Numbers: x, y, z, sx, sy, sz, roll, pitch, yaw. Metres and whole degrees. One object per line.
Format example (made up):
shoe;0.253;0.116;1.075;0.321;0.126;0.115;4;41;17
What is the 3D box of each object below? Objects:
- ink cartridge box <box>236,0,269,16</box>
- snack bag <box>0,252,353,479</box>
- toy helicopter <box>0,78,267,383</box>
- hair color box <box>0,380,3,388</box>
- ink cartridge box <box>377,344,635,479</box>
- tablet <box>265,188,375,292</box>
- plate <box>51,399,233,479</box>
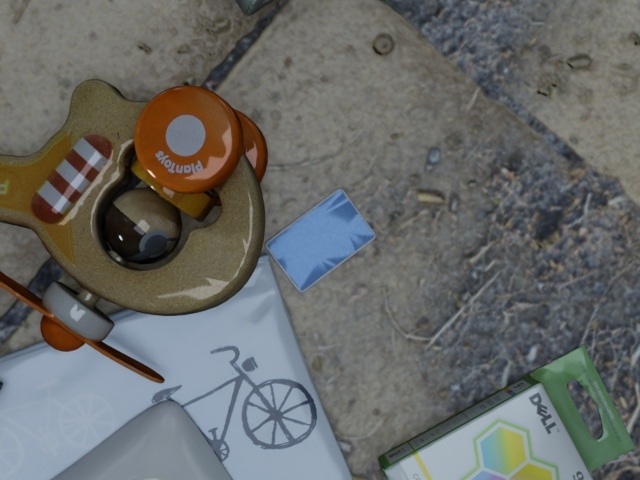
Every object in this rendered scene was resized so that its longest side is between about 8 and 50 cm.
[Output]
ink cartridge box;-0.074;-0.295;1.214;0.087;0.153;0.208;-31;96;-4
snack bag;-0.137;0.217;1.293;0.323;0.037;0.342;-21;92;-4
toy helicopter;-0.222;-0.019;1.236;0.355;0.140;0.235;10;88;8
hair color box;-0.422;0.225;1.216;0.174;0.105;0.347;31;94;-1
ink cartridge box;0.166;0.188;1.304;0.209;0.062;0.109;-28;94;-3
tablet;0.000;0.000;1.308;0.083;0.006;0.054;-37;95;-3
plate;-0.155;0.318;1.251;0.277;0.045;0.278;-35;92;-4
